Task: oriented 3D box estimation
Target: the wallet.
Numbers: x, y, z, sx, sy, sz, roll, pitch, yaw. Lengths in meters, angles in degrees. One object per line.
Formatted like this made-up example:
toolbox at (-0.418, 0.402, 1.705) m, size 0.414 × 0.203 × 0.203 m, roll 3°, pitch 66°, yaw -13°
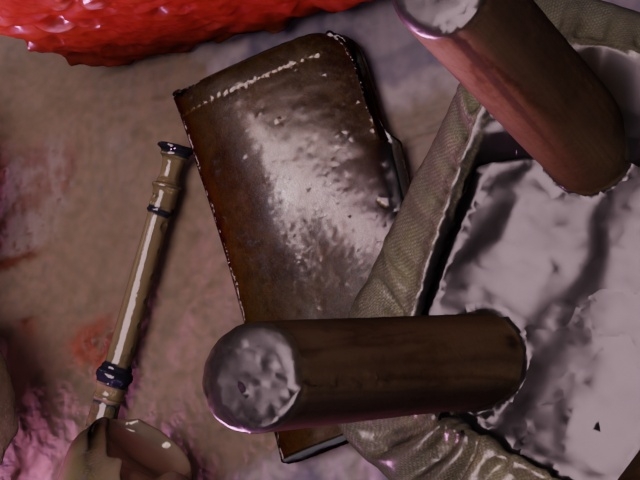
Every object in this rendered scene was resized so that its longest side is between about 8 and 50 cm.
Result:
wallet at (0.000, 0.000, 1.222) m, size 0.137 × 0.031 × 0.255 m, roll -22°, pitch 75°, yaw 20°

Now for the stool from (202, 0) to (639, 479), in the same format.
stool at (0.135, 0.023, 1.017) m, size 0.310 × 0.226 × 0.310 m, roll 27°, pitch 93°, yaw 28°

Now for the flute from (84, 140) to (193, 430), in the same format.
flute at (-0.124, 0.049, 1.292) m, size 0.027 × 0.027 × 0.233 m, roll 15°, pitch 89°, yaw 32°

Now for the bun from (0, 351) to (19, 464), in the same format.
bun at (-0.276, 0.130, 1.315) m, size 0.195 × 0.118 × 0.195 m, roll -9°, pitch 73°, yaw 33°

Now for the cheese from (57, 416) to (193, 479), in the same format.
cheese at (-0.164, 0.250, 1.221) m, size 0.082 × 0.163 × 0.286 m, roll 23°, pitch 101°, yaw -5°

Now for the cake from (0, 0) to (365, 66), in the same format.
cake at (-0.125, -0.300, 1.210) m, size 0.269 × 0.270 × 0.319 m, roll -10°, pitch 75°, yaw 29°
